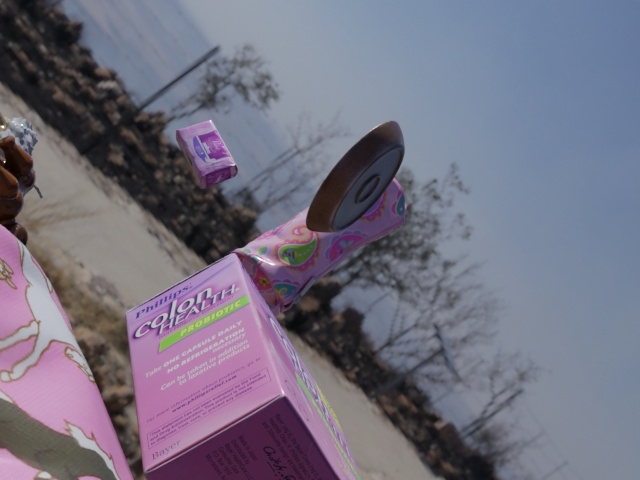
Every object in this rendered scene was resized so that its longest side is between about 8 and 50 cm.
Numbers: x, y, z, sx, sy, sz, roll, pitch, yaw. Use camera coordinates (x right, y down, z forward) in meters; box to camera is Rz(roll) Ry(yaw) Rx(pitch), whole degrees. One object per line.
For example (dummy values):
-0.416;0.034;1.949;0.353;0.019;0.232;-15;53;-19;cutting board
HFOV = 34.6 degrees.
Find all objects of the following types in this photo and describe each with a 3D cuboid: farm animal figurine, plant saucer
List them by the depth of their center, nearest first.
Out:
-0.472;-0.002;1.223;0.172;0.330;0.327;67;-7;-33;farm animal figurine
0.049;-0.070;1.241;0.029;0.168;0.168;40;-2;17;plant saucer

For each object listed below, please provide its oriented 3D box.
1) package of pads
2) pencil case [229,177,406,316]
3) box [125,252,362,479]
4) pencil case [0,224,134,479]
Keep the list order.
-0.140;-0.107;1.262;0.083;0.050;0.032;60;-19;28;package of pads
0.000;0.000;1.542;0.124;0.284;0.124;40;-28;27;pencil case
-0.053;0.166;0.858;0.213;0.117;0.243;60;-1;-27;box
-0.109;0.153;0.306;0.386;0.167;0.160;56;-35;37;pencil case
